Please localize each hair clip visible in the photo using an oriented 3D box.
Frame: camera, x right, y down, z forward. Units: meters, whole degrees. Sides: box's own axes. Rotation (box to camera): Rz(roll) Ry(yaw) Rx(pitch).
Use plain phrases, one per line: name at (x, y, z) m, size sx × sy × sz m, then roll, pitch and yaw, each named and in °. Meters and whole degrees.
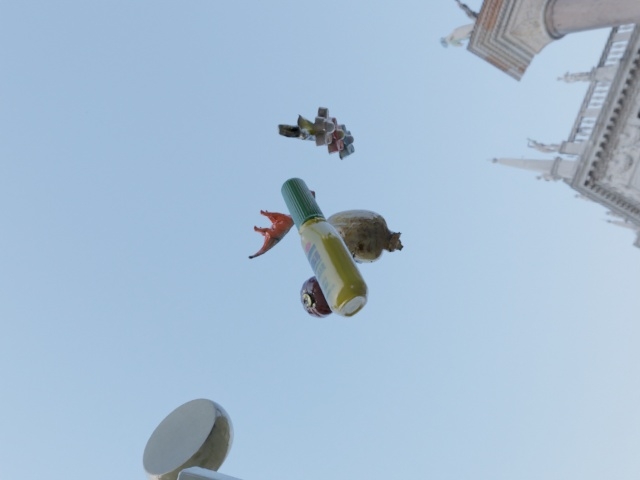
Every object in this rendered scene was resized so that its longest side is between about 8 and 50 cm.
hair clip at (0.013, -0.160, 0.699) m, size 0.214 × 0.056 × 0.062 m, roll -5°, pitch -91°, yaw -61°

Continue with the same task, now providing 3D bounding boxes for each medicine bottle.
medicine bottle at (0.000, 0.000, 0.752) m, size 0.064 × 0.260 × 0.095 m, roll -17°, pitch -33°, yaw -15°

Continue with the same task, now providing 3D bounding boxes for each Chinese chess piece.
Chinese chess piece at (-0.377, 0.584, 1.324) m, size 0.273 × 0.273 × 0.102 m, roll -37°, pitch -63°, yaw -13°

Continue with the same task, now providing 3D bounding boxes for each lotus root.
lotus root at (0.103, -0.011, 1.330) m, size 0.140 × 0.257 × 0.154 m, roll 48°, pitch -130°, yaw -57°

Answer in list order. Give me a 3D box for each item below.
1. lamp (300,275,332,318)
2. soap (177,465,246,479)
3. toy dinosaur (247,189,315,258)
lamp at (-0.003, 0.132, 1.076) m, size 0.090 × 0.101 × 0.101 m, roll -6°, pitch -72°, yaw -46°
soap at (-0.182, 0.498, 0.841) m, size 0.183 × 0.064 × 0.121 m, roll 14°, pitch -106°, yaw 4°
toy dinosaur at (-0.103, -0.048, 1.157) m, size 0.101 × 0.055 × 0.279 m, roll 27°, pitch -121°, yaw 5°
